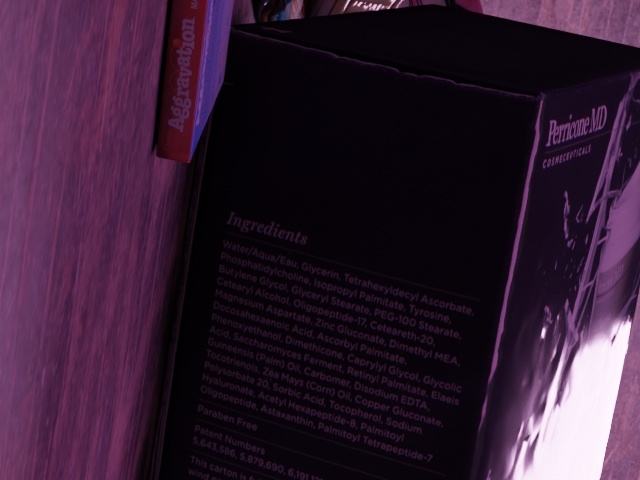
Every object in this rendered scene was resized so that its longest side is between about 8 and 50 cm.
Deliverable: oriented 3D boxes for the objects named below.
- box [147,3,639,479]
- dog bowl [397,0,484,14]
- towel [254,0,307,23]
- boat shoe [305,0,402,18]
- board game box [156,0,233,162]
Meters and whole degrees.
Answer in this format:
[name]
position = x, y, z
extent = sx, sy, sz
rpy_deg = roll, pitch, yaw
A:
[box]
position = 0.099, 0.047, 1.641
extent = 0.480, 0.297, 0.471
rpy_deg = -21, 122, -64
[dog bowl]
position = 0.130, -0.199, 2.382
extent = 0.408, 0.150, 0.407
rpy_deg = 172, -90, -85
[towel]
position = -0.020, -0.311, 1.866
extent = 0.370, 0.040, 0.271
rpy_deg = 89, 12, -79
[boat shoe]
position = 0.050, -0.313, 2.053
extent = 0.302, 0.113, 0.103
rpy_deg = -57, -132, 18
[board game box]
position = -0.072, -0.208, 1.204
extent = 0.145, 0.027, 0.281
rpy_deg = -78, 178, -62
